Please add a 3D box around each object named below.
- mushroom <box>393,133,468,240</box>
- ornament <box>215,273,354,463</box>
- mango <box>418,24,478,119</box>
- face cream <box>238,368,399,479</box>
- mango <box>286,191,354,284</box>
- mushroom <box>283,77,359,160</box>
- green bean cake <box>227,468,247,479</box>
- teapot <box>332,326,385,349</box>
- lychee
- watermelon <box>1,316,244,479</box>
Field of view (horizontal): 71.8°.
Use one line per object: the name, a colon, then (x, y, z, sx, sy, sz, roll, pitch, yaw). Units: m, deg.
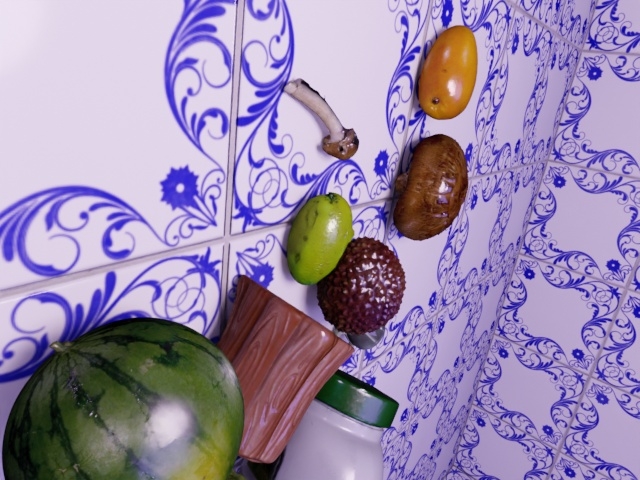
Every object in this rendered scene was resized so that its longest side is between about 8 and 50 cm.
mushroom: (0.260, -0.118, 1.032, 0.253, 0.153, 0.253, -46, 148, -41)
ornament: (-0.090, 0.202, 0.696, 0.217, 0.221, 0.235, -57, -170, -10)
mango: (0.280, -0.368, 0.955, 0.145, 0.112, 0.219, 31, 71, -55)
face cream: (-0.016, 0.422, 0.823, 0.219, 0.312, 0.357, 31, 78, -24)
mango: (0.001, 0.000, 0.782, 0.119, 0.100, 0.178, -2, 118, -56)
mushroom: (0.000, -0.197, 0.719, 0.187, 0.061, 0.060, 40, 61, -43)
green bean cake: (-0.185, 0.407, 0.656, 0.200, 0.214, 0.113, 37, 74, -55)
teapot: (0.084, 0.209, 1.026, 0.091, 0.092, 0.124, 45, 65, -37)
lychee: (0.080, 0.084, 0.855, 0.188, 0.188, 0.188, -31, 131, -42)
watermelon: (-0.207, 0.205, 0.492, 0.242, 0.242, 0.242, -31, 131, -42)
